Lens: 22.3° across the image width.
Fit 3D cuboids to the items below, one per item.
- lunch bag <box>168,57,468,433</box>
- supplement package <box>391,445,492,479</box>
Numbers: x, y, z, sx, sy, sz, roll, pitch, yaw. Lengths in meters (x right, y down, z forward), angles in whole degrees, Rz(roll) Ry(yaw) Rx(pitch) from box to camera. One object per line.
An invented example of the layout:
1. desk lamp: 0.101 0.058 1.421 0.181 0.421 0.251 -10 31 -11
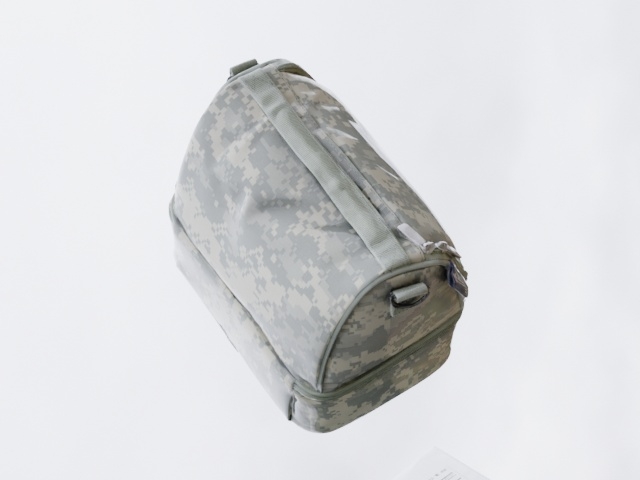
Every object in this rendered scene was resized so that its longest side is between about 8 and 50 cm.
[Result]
1. lunch bag: 0.000 0.000 1.566 0.212 0.305 0.256 -28 -28 -17
2. supplement package: 0.137 0.349 1.638 0.175 0.177 0.293 -37 8 -8
